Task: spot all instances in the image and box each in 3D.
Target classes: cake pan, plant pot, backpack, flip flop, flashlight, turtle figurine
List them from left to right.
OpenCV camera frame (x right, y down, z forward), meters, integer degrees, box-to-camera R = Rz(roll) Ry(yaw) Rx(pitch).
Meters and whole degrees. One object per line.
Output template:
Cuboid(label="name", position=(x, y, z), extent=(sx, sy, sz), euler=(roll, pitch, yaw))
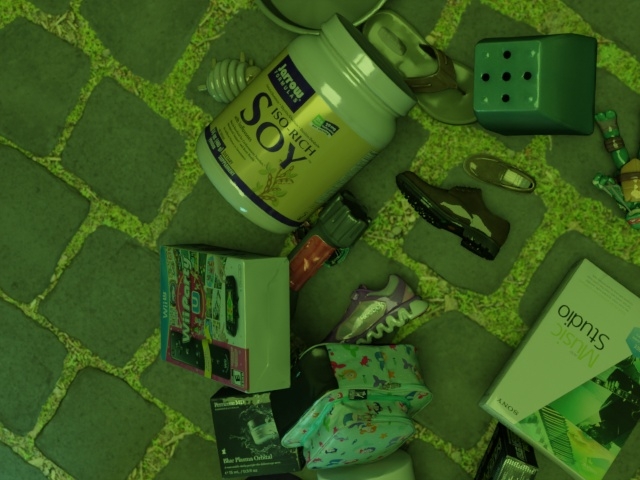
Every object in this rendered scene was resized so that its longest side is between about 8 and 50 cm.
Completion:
Cuboid(label="flashlight", position=(-0.028, 0.054, 1.577), extent=(0.103, 0.103, 0.304), euler=(44, 112, 4))
Cuboid(label="cake pan", position=(0.008, -0.504, 1.557), extent=(0.293, 0.054, 0.294), euler=(0, 89, 13))
Cuboid(label="backpack", position=(0.067, 0.279, 1.524), extent=(0.225, 0.253, 0.191), euler=(-55, 49, 44))
Cuboid(label="flip flop", position=(0.183, -0.307, 1.549), extent=(0.277, 0.080, 0.112), euler=(44, 99, 3))
Cuboid(label="plant pot", position=(0.340, -0.259, 1.429), extent=(0.165, 0.234, 0.166), euler=(4, 95, 29))
Cuboid(label="turtle figurine", position=(0.540, -0.108, 1.495), extent=(0.175, 0.118, 0.234), euler=(-3, 79, -5))

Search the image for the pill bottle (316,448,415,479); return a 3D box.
Cuboid(label="pill bottle", position=(0.110, 0.596, 1.569), extent=(0.228, 0.229, 0.408), euler=(-9, 93, 10))

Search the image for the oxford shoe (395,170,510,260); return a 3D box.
Cuboid(label="oxford shoe", position=(0.238, -0.064, 1.574), extent=(0.227, 0.083, 0.096), euler=(35, 80, 4))

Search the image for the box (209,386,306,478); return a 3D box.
Cuboid(label="box", position=(-0.114, 0.354, 1.651), extent=(0.155, 0.093, 0.159), euler=(-8, 93, 10))

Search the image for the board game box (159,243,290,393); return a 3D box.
Cuboid(label="board game box", position=(-0.175, 0.127, 1.547), extent=(0.097, 0.303, 0.224), euler=(-3, 96, -35))

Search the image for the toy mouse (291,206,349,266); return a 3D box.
Cuboid(label="toy mouse", position=(0.000, 0.000, 1.629), extent=(0.160, 0.031, 0.143), euler=(20, 108, 11))

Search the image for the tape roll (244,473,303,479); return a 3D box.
Cuboid(label="tape roll", position=(-0.093, 0.542, 1.671), extent=(0.188, 0.080, 0.189), euler=(1, 96, 8))

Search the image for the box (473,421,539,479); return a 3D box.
Cuboid(label="box", position=(0.296, 0.470, 1.534), extent=(0.060, 0.216, 0.270), euler=(22, 99, 7))

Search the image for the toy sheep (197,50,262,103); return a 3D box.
Cuboid(label="toy sheep", position=(-0.165, -0.293, 1.605), extent=(0.132, 0.091, 0.091), euler=(-10, 94, 23))

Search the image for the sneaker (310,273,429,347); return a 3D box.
Cuboid(label="sneaker", position=(0.076, 0.140, 1.607), extent=(0.236, 0.095, 0.105), euler=(-31, 83, 5))

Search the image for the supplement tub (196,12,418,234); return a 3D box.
Cuboid(label="supplement tub", position=(-0.023, -0.197, 1.497), extent=(0.331, 0.241, 0.241), euler=(-43, 88, 16))

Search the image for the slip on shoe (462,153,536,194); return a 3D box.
Cuboid(label="slip on shoe", position=(0.320, -0.118, 1.564), extent=(0.135, 0.041, 0.052), euler=(26, 99, 6))

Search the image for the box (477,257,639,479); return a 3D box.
Cuboid(label="box", position=(0.456, 0.225, 1.510), extent=(0.232, 0.058, 0.322), euler=(37, 78, 4))
